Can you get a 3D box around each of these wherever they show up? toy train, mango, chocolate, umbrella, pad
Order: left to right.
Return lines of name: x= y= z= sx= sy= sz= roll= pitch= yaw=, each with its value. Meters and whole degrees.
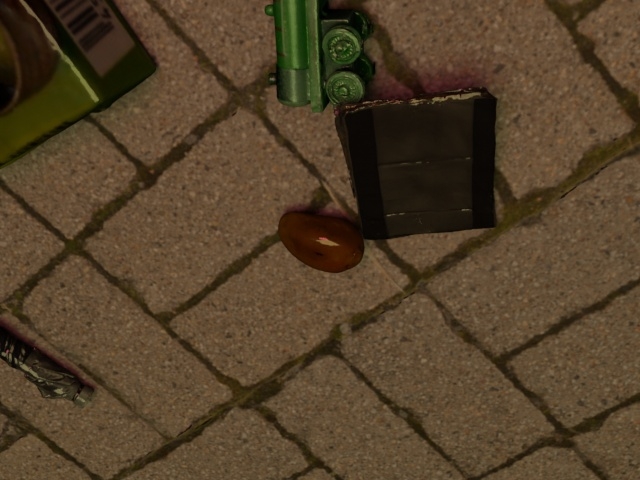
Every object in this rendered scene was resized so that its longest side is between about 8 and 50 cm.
chocolate: x=-0.390 y=-0.226 z=0.884 sx=0.288 sy=0.137 sz=0.301 roll=-25 pitch=114 yaw=21
umbrella: x=-0.424 y=0.189 z=1.193 sx=0.188 sy=0.046 sz=0.050 roll=38 pitch=111 yaw=-20
toy train: x=-0.005 y=-0.253 z=0.855 sx=0.119 sy=0.085 sz=0.251 roll=5 pitch=119 yaw=11
mango: x=0.000 y=0.000 z=1.014 sx=0.114 sy=0.060 sz=0.080 roll=22 pitch=140 yaw=-4
pad: x=0.118 y=-0.080 z=0.932 sx=0.174 sy=0.022 sz=0.233 roll=-6 pitch=141 yaw=9
